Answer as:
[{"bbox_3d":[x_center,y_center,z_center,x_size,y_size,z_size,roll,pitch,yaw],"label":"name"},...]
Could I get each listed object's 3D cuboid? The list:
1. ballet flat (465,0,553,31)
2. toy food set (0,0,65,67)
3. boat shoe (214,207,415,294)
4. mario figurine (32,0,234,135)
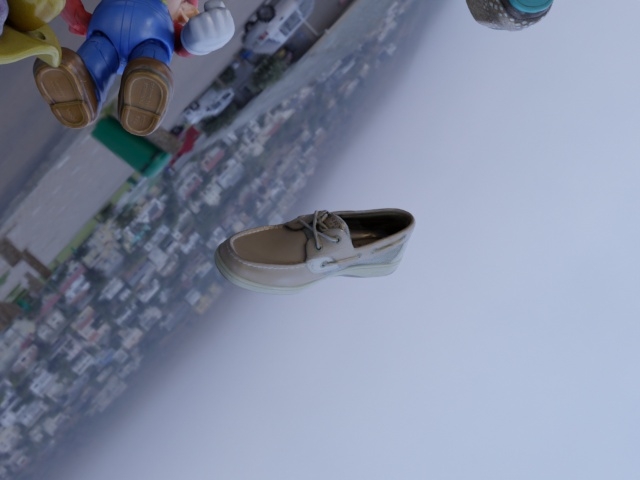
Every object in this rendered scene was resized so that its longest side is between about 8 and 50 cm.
[{"bbox_3d":[0.116,-0.244,0.496,0.073,0.206,0.067,-3,-178,-19],"label":"ballet flat"},{"bbox_3d":[-0.249,-0.193,0.452,0.071,0.218,0.128,-47,-144,22],"label":"toy food set"},{"bbox_3d":[0.000,0.000,0.998,0.109,0.302,0.098,60,-41,35],"label":"boat shoe"},{"bbox_3d":[-0.212,-0.262,0.797,0.170,0.198,0.321,-40,-148,29],"label":"mario figurine"}]
